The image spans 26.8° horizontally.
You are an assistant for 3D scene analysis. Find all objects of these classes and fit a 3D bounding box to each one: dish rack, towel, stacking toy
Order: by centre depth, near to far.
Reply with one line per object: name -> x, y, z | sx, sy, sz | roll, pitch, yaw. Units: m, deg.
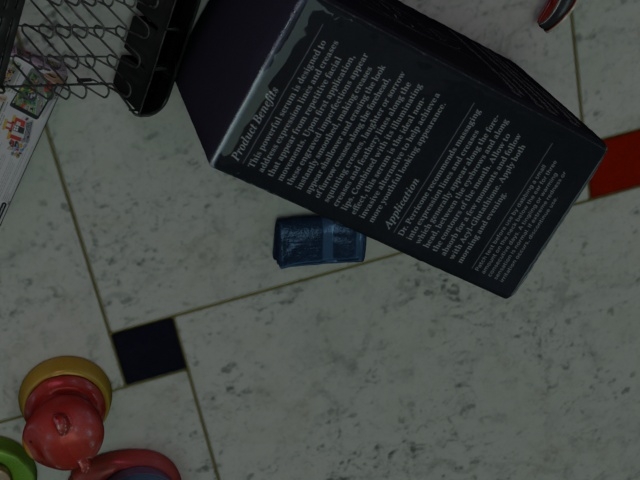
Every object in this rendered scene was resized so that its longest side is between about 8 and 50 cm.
dish rack -> -0.261, -0.236, 1.446 | 0.271, 0.074, 0.208 | -8, 127, -47
towel -> 0.000, 0.000, 1.720 | 0.119, 0.029, 0.067 | -3, 116, -12
stacking toy -> -0.336, 0.341, 1.747 | 0.279, 0.130, 0.309 | -34, 118, 4

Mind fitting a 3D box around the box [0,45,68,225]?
box -> -0.386, -0.127, 1.555 | 0.114, 0.036, 0.207 | 22, 109, -22

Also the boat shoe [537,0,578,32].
boat shoe -> 0.300, -0.318, 1.627 | 0.043, 0.049, 0.137 | 26, 105, -21

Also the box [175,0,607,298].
box -> 0.067, -0.148, 1.513 | 0.395, 0.293, 0.212 | 24, 107, -23
